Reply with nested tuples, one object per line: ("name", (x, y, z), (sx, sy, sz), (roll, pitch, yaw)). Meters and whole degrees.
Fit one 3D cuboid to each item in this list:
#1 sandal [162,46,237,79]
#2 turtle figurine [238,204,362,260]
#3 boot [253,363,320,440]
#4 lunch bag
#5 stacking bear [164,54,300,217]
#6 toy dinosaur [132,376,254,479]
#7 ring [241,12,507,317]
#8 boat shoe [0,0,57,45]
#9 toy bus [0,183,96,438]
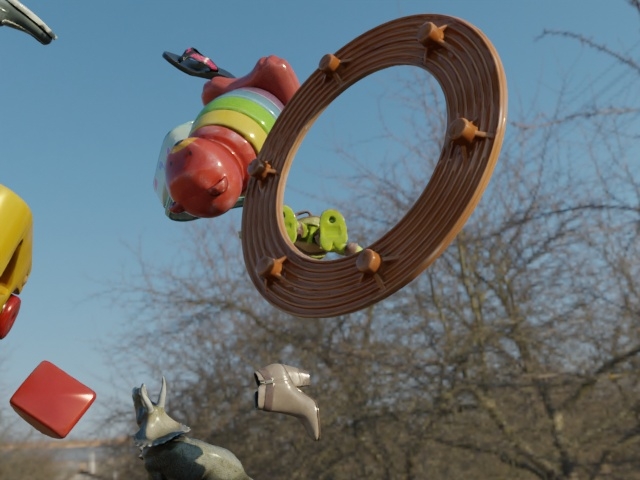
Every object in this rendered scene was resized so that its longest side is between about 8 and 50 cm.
("sandal", (-0.214, -0.324, 1.468), (0.179, 0.067, 0.040), (4, -55, -50))
("turtle figurine", (0.000, 0.000, 1.214), (0.270, 0.087, 0.217), (20, -9, 5))
("boot", (-0.051, 0.234, 1.156), (0.087, 0.118, 0.042), (-1, -29, -24))
("lunch bag", (-0.190, -0.145, 1.630), (0.279, 0.107, 0.224), (-14, -31, -32))
("stacking bear", (-0.140, -0.139, 1.225), (0.175, 0.289, 0.164), (-15, -64, 29))
("toy dinosaur", (-0.206, 0.369, 1.300), (0.313, 0.121, 0.160), (38, -49, -14))
("ring", (0.031, -0.084, 0.794), (0.337, 0.336, 0.032), (-19, -37, 40))
("boat shoe", (-0.724, -0.507, 1.732), (0.319, 0.099, 0.116), (33, 1, -36))
("toy bus", (-0.222, 0.050, 0.394), (0.191, 0.202, 0.104), (-21, -21, -30))
